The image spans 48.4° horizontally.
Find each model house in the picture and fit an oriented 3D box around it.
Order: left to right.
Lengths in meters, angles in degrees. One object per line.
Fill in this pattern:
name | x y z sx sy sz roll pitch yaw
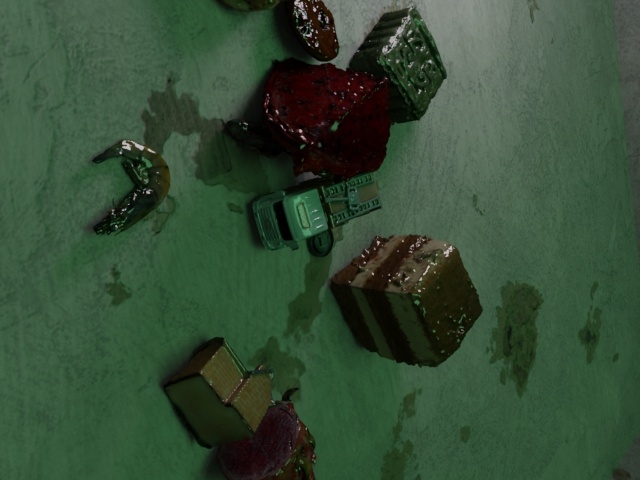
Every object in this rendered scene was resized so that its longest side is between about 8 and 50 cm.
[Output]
model house | -0.203 0.306 1.502 0.183 0.166 0.172 56 38 -14

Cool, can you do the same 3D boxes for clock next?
clock | 0.000 0.000 1.782 0.085 0.017 0.085 -4 96 -47

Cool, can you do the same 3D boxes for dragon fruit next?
dragon fruit | -0.098 0.474 1.574 0.282 0.211 0.147 -56 136 -38
dragon fruit | -0.032 -0.236 1.600 0.329 0.286 0.228 -50 152 -39

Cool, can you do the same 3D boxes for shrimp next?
shrimp | -0.375 -0.105 1.360 0.217 0.051 0.150 -54 125 -40
shrimp | -0.131 -0.224 1.593 0.190 0.073 0.075 13 87 -41

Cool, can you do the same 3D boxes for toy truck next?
toy truck | 0.001 -0.078 1.659 0.305 0.162 0.136 -23 100 -44

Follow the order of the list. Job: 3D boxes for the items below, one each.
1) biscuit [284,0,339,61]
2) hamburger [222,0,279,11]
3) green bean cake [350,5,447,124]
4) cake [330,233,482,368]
biscuit | -0.018 -0.512 1.672 0.192 0.049 0.192 33 44 -39
hamburger | -0.130 -0.628 1.520 0.243 0.146 0.286 41 70 -33
green bean cake | 0.222 -0.469 1.915 0.241 0.132 0.255 53 56 -30
cake | 0.226 0.144 1.842 0.256 0.290 0.282 -46 120 -37
